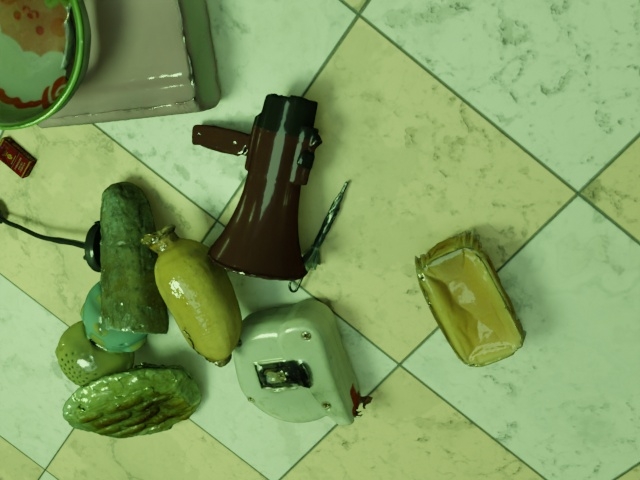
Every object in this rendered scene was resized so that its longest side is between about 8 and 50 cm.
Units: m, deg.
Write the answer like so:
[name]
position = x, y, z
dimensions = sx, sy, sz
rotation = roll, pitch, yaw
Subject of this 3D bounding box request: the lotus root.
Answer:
[lotus root]
position = -0.238, 0.105, 1.082
dimensions = 0.130, 0.146, 0.303
rotation = -27, 100, -10

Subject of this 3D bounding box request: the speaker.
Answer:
[speaker]
position = -0.117, -0.114, 1.062
dimensions = 0.259, 0.198, 0.330
rotation = 19, 103, 50

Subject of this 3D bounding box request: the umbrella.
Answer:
[umbrella]
position = 0.003, 0.004, 1.106
dimensions = 0.044, 0.044, 0.269
rotation = 44, 118, 32

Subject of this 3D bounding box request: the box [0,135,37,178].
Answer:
[box]
position = -0.675, -0.183, 1.214
dimensions = 0.082, 0.023, 0.051
rotation = 41, 114, -4

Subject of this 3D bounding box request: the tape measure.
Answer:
[tape measure]
position = -0.051, 0.270, 1.173
dimensions = 0.265, 0.130, 0.258
rotation = -13, 109, 19

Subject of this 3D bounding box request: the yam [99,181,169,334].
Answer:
[yam]
position = -0.392, 0.038, 1.123
dimensions = 0.133, 0.133, 0.331
rotation = -14, 78, 19

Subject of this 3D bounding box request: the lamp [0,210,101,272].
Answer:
[lamp]
position = -0.612, -0.027, 1.251
dimensions = 0.371, 0.108, 0.130
rotation = 13, 126, 25

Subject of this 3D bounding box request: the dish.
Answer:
[dish]
position = -0.524, -0.358, 0.933
dimensions = 0.324, 0.124, 0.324
rotation = 2, 107, 7

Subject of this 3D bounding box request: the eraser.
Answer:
[eraser]
position = -0.384, -0.361, 1.020
dimensions = 0.358, 0.122, 0.272
rotation = -3, 106, 15

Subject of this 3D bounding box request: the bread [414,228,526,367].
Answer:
[bread]
position = 0.281, 0.112, 1.038
dimensions = 0.136, 0.107, 0.241
rotation = -27, 102, 19

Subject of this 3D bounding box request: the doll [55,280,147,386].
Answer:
[doll]
position = -0.487, 0.223, 1.248
dimensions = 0.177, 0.161, 0.261
rotation = 36, 112, -3

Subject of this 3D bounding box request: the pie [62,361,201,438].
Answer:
[pie]
position = -0.419, 0.375, 1.260
dimensions = 0.306, 0.071, 0.306
rotation = -14, 143, -11
